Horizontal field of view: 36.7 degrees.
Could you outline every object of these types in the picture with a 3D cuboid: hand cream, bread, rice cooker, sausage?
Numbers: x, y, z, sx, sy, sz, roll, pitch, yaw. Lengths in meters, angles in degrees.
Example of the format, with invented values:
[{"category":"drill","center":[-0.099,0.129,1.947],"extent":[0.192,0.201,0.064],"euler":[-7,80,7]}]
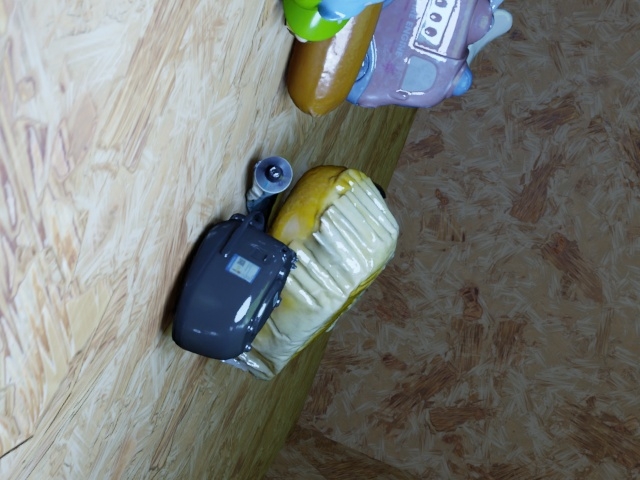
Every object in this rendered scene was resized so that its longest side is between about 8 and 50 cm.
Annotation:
[{"category":"hand cream","center":[-0.071,-0.067,1.396],"extent":[0.075,0.052,0.248],"euler":[-52,176,-13]},{"category":"bread","center":[-0.031,0.047,1.455],"extent":[0.236,0.183,0.389],"euler":[-38,172,-47]},{"category":"rice cooker","center":[-0.113,0.059,1.236],"extent":[0.142,0.118,0.203],"euler":[99,17,-59]},{"category":"sausage","center":[0.027,-0.295,1.279],"extent":[0.105,0.105,0.274],"euler":[-52,163,-66]}]

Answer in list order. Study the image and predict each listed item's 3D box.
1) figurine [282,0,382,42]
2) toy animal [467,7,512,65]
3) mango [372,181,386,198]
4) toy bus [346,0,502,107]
[{"category":"figurine","center":[0.018,-0.308,1.079],"extent":[0.162,0.143,0.263],"euler":[-57,-173,-19]},{"category":"toy animal","center":[0.222,-0.406,1.744],"extent":[0.174,0.249,0.289],"euler":[-126,-147,-72]},{"category":"mango","center":[0.000,0.000,1.722],"extent":[0.287,0.152,0.201],"euler":[-66,-175,-34]},{"category":"toy bus","center":[0.156,-0.341,1.567],"extent":[0.197,0.231,0.294],"euler":[-52,162,-66]}]
